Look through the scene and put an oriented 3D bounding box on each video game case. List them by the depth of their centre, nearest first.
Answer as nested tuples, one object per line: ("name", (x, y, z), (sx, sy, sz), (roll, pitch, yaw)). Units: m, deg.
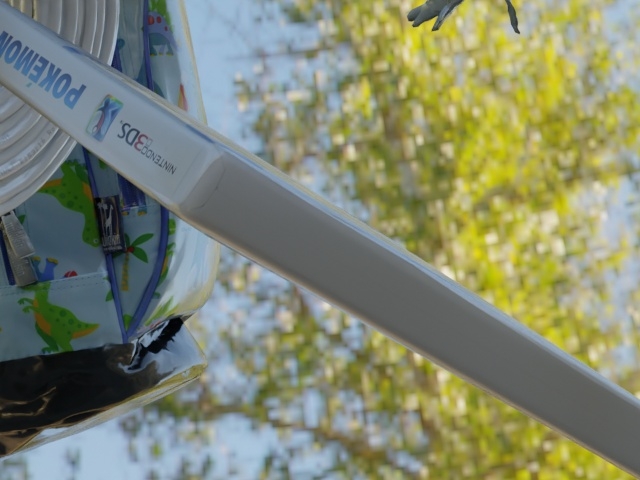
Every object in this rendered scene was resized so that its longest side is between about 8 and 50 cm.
("video game case", (0.000, 0.000, 0.953), (0.329, 0.300, 0.036), (31, -88, -34))

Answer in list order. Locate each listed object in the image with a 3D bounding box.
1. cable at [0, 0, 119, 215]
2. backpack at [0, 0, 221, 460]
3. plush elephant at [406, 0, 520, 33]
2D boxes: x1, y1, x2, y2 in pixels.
("cable", (-0.219, -0.130, 1.106), (0.089, 0.257, 0.257), (15, 11, 34))
("backpack", (-0.183, -0.055, 1.364), (0.273, 0.356, 0.290), (-24, -5, 7))
("plush elephant", (0.215, -0.153, 0.799), (0.255, 0.272, 0.330), (10, -25, -31))
